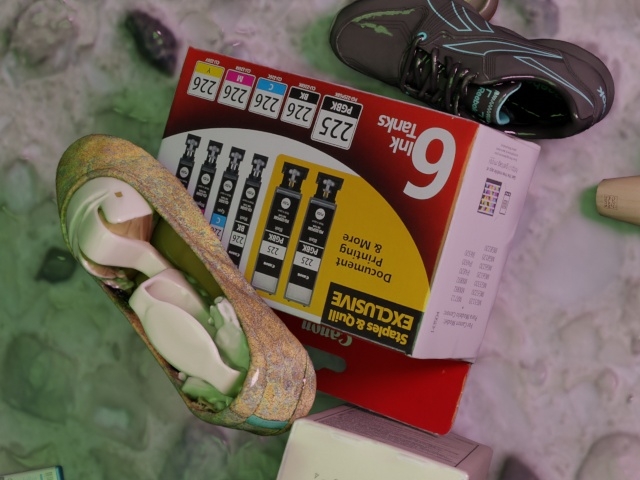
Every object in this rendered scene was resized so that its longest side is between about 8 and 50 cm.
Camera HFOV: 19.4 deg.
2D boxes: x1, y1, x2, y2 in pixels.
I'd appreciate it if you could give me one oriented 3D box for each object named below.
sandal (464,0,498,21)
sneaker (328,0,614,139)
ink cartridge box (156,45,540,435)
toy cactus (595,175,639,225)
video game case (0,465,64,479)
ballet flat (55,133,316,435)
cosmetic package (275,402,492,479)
[{"bbox_3d":[0.068,-0.271,1.738,0.219,0.060,0.090,40,93,8],"label":"sandal"},{"bbox_3d":[0.132,-0.157,1.689,0.267,0.106,0.101,15,119,10],"label":"sneaker"},{"bbox_3d":[0.000,0.000,1.650,0.309,0.130,0.272,17,93,31],"label":"ink cartridge box"},{"bbox_3d":[0.332,-0.025,1.666,0.180,0.112,0.219,5,117,29],"label":"toy cactus"},{"bbox_3d":[-0.318,0.288,1.795,0.166,0.015,0.119,-11,87,8],"label":"video game case"},{"bbox_3d":[-0.139,0.029,1.588,0.123,0.123,0.348,-44,66,4],"label":"ballet flat"},{"bbox_3d":[0.053,0.224,1.602,0.153,0.296,0.129,16,91,11],"label":"cosmetic package"}]
